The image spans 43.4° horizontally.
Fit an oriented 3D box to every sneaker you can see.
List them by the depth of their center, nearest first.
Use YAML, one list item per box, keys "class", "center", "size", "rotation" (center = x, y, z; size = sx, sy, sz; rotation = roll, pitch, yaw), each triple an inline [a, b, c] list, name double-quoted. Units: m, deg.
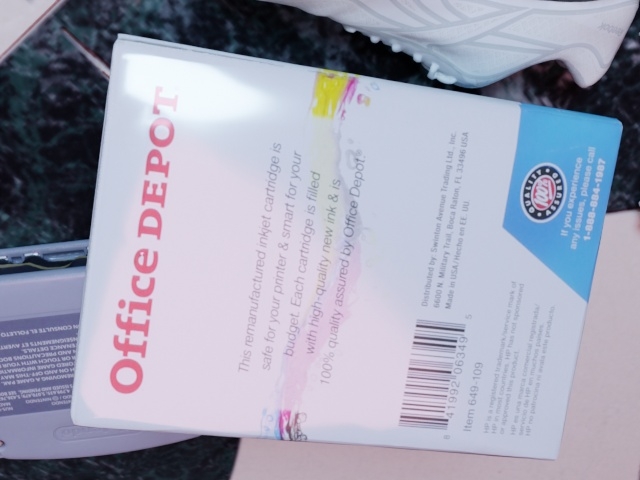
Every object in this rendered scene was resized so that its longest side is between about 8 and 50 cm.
- class: "sneaker"
  center: [0.070, -0.153, 0.509]
  size: [0.292, 0.110, 0.118]
  rotation: [1, 131, -8]

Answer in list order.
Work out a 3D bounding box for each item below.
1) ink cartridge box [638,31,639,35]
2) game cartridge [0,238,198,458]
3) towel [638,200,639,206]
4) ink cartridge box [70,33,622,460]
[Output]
- class: "ink cartridge box"
  center: [0.299, -0.169, 0.492]
  size: [0.181, 0.104, 0.061]
  rotation: [-8, 86, 40]
- class: "game cartridge"
  center: [-0.191, 0.093, 0.658]
  size: [0.294, 0.060, 0.196]
  rotation: [-6, 119, -3]
- class: "towel"
  center: [0.422, -0.050, 0.610]
  size: [0.209, 0.034, 0.285]
  rotation: [29, 131, -25]
- class: "ink cartridge box"
  center: [0.000, 0.000, 0.503]
  size: [0.270, 0.197, 0.198]
  rotation: [8, 97, -12]
